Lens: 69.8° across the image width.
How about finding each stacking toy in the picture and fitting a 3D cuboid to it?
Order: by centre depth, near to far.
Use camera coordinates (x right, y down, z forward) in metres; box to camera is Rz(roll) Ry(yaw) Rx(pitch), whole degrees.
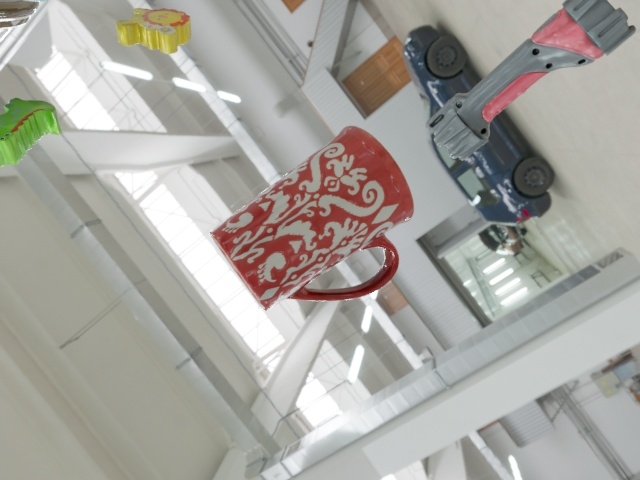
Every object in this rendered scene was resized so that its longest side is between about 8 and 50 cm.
[{"bbox_3d":[-0.137,-0.164,0.262,0.052,0.167,0.221,14,-134,2],"label":"stacking toy"}]

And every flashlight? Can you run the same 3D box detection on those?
[{"bbox_3d":[0.320,-0.248,0.729,0.103,0.304,0.103,8,-129,-41],"label":"flashlight"}]

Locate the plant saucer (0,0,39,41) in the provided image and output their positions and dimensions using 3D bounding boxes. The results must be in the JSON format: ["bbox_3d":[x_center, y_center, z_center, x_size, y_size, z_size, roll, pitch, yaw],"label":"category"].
[{"bbox_3d":[-0.327,-0.171,0.266,0.277,0.041,0.278,18,-155,-9],"label":"plant saucer"}]

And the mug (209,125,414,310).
[{"bbox_3d":[0.000,-0.004,0.439,0.150,0.169,0.113,53,167,8],"label":"mug"}]
